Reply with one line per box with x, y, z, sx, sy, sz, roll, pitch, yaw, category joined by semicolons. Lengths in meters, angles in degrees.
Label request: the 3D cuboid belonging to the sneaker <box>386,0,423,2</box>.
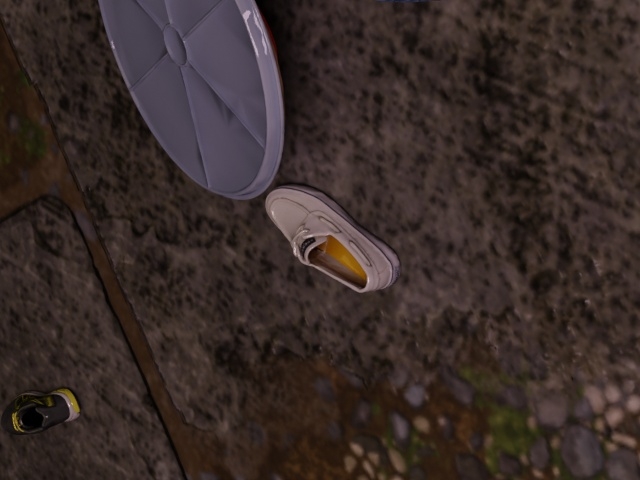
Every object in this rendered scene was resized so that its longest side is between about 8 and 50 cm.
0.023;-0.163;0.905;0.135;0.052;0.058;19;110;34;sneaker

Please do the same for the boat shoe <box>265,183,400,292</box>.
0.000;0.000;0.988;0.100;0.035;0.035;37;126;26;boat shoe

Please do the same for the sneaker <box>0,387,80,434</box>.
-0.212;0.126;1.213;0.083;0.035;0.031;-22;89;43;sneaker

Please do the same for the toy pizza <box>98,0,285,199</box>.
-0.073;-0.120;0.986;0.201;0.032;0.201;42;146;38;toy pizza
